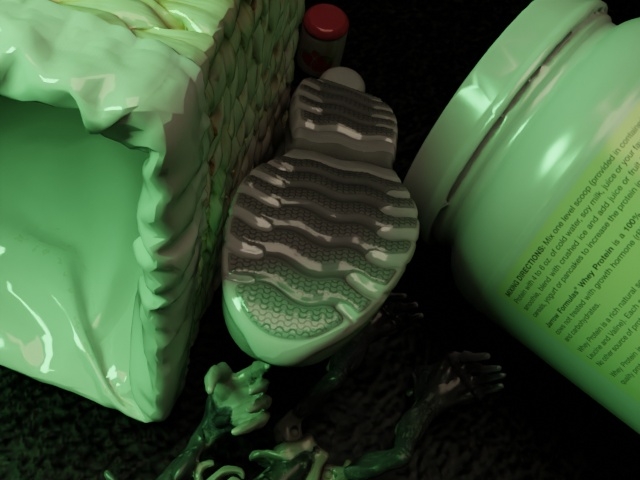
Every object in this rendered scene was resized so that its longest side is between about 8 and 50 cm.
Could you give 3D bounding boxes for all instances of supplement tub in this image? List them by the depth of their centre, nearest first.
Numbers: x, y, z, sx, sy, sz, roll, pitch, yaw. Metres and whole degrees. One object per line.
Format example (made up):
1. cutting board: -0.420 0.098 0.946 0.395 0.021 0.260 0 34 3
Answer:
1. supplement tub: 0.237 0.001 0.611 0.325 0.235 0.235 38 61 13

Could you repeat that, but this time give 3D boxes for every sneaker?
1. sneaker: 0.000 0.000 0.579 0.105 0.115 0.281 18 31 0

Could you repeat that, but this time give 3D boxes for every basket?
1. basket: -0.185 -0.107 0.556 0.331 0.328 0.266 22 56 4

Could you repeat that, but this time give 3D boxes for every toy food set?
1. toy food set: -0.064 -0.184 0.749 0.232 0.104 0.111 21 58 4

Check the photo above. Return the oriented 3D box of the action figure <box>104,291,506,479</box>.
1. action figure: -0.015 0.139 0.546 0.164 0.141 0.275 44 60 4
